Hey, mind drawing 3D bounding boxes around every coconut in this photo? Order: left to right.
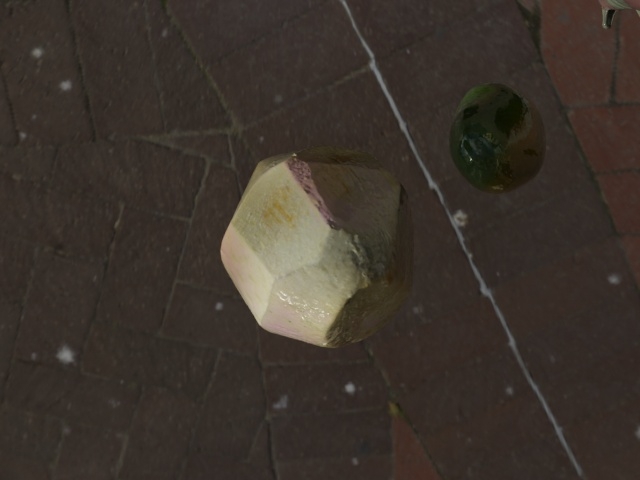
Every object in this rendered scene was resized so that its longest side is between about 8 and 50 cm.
[{"bbox_3d":[0.000,0.000,1.097,0.237,0.237,0.197,15,134,-10],"label":"coconut"}]

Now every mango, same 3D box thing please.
[{"bbox_3d":[0.249,-0.142,1.345,0.114,0.251,0.156,-14,101,21],"label":"mango"}]

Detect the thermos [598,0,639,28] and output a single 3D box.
[{"bbox_3d":[0.545,-0.403,1.487,0.146,0.265,0.176,-43,109,-14],"label":"thermos"}]
